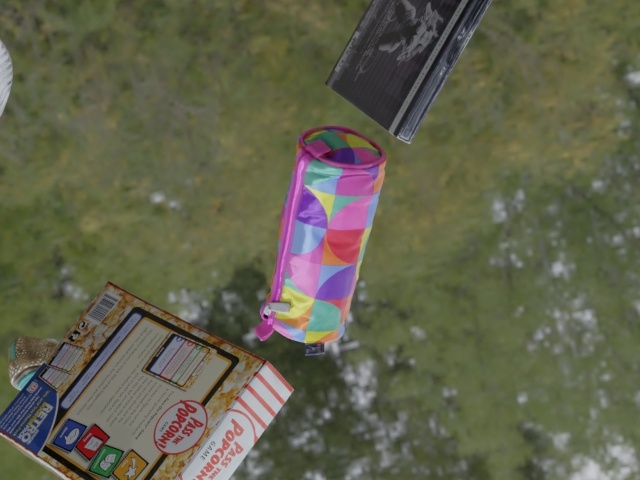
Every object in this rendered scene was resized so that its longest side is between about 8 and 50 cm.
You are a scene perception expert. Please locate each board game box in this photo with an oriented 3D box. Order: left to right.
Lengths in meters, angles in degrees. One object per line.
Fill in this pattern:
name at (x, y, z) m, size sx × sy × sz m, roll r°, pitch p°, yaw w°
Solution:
board game box at (-0.135, 0.124, 1.045) m, size 0.193 × 0.045 × 0.146 m, roll 22°, pitch -112°, yaw 43°

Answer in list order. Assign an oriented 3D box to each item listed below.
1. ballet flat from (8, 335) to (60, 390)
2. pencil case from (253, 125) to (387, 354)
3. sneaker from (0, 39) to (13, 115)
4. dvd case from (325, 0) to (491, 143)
ballet flat at (-0.274, 0.147, 1.612) m, size 0.073 × 0.067 × 0.206 m, roll -37°, pitch 147°, yaw 17°
pencil case at (0.000, 0.000, 1.482) m, size 0.104 × 0.236 × 0.104 m, roll 11°, pitch -154°, yaw -5°
sneaker at (-0.267, -0.103, 0.683) m, size 0.153 × 0.094 × 0.235 m, roll 32°, pitch -160°, yaw 21°
dvd case at (0.078, -0.181, 1.213) m, size 0.018 × 0.164 × 0.221 m, roll 27°, pitch -172°, yaw -21°
